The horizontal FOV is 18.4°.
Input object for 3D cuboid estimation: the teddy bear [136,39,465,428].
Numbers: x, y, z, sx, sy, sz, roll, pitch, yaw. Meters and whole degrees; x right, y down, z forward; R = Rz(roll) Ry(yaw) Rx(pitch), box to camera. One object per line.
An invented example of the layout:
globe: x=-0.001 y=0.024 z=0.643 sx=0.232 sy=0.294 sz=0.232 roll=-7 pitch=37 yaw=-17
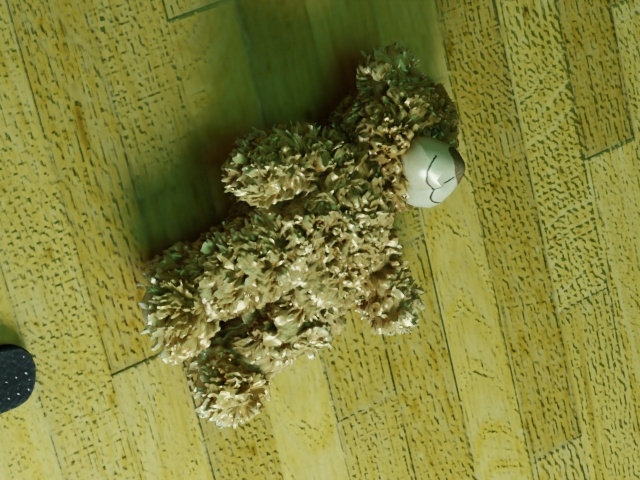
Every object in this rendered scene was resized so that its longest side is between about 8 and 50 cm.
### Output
teddy bear: x=0.000 y=0.000 z=1.571 sx=0.338 sy=0.113 sz=0.245 roll=-31 pitch=117 yaw=-26

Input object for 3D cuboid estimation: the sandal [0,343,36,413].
sandal: x=-0.288 y=0.116 z=1.446 sx=0.179 sy=0.040 sz=0.067 roll=-16 pitch=113 yaw=-46
